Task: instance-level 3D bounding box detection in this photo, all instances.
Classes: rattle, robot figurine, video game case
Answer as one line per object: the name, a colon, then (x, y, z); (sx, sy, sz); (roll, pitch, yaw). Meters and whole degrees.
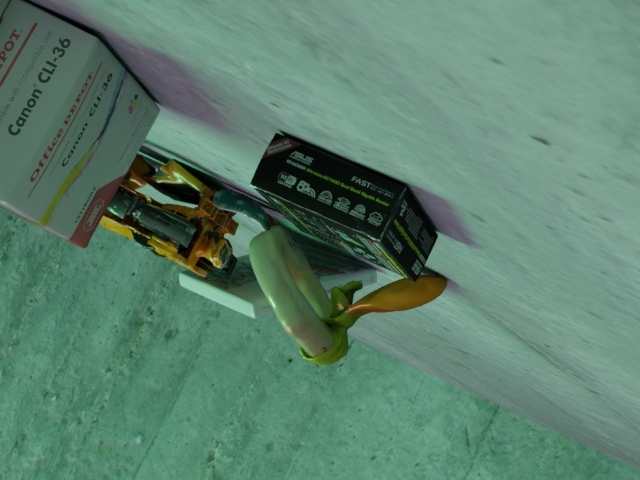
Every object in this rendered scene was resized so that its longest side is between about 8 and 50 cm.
rattle: (0.000, 0.000, 1.086); (0.130, 0.143, 0.200); (28, -152, -38)
robot figurine: (-0.205, -0.055, 1.192); (0.291, 0.085, 0.211); (25, 174, 16)
video game case: (-0.045, 0.037, 1.233); (0.143, 0.019, 0.157); (-15, -162, -30)

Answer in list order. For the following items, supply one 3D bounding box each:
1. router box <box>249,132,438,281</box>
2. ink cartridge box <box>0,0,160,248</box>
router box: (0.018, -0.019, 0.778); (0.092, 0.038, 0.122); (25, 174, 19)
ink cartridge box: (-0.176, -0.073, 0.767); (0.067, 0.115, 0.198); (26, 175, 11)
